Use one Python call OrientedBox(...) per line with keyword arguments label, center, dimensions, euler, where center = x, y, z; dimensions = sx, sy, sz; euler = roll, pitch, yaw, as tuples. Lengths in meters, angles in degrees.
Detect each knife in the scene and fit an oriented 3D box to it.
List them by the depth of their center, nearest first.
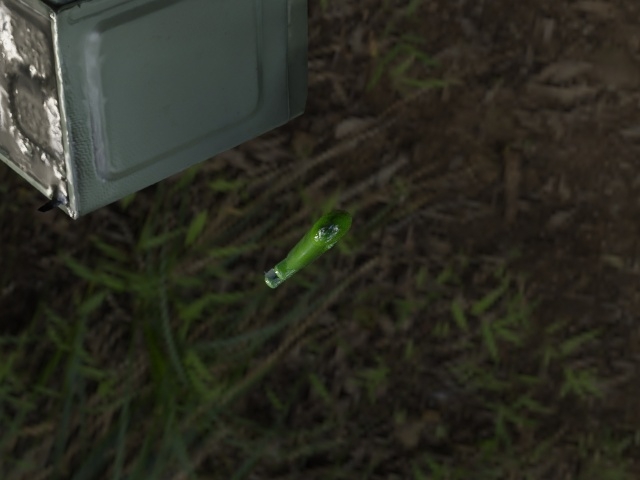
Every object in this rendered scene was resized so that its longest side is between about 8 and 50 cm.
OrientedBox(label="knife", center=(0.000, 0.001, 0.850), dimensions=(0.015, 0.054, 0.212), euler=(56, 171, 2))

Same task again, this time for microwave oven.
OrientedBox(label="microwave oven", center=(-0.125, -0.130, 0.750), dimensions=(0.205, 0.163, 0.129), euler=(33, 136, 36))
